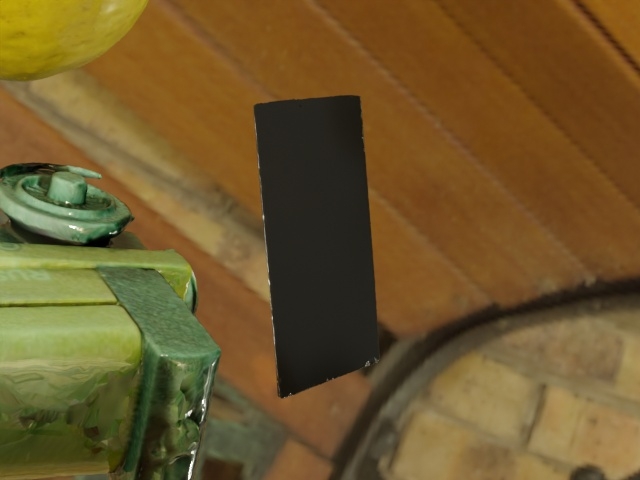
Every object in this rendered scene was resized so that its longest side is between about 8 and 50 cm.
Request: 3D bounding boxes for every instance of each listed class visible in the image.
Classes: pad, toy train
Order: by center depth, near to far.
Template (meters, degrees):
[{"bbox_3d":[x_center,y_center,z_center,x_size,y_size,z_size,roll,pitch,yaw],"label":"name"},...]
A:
[{"bbox_3d":[-0.237,0.057,0.918,0.397,0.253,0.160,3,112,-30],"label":"toy train"},{"bbox_3d":[0.000,0.000,1.318,0.004,0.163,0.243,-1,96,33],"label":"pad"}]

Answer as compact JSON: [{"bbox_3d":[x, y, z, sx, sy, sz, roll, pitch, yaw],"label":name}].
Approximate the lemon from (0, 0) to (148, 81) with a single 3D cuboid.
[{"bbox_3d":[-0.164,-0.187,0.850,0.170,0.170,0.207,19,137,6],"label":"lemon"}]
